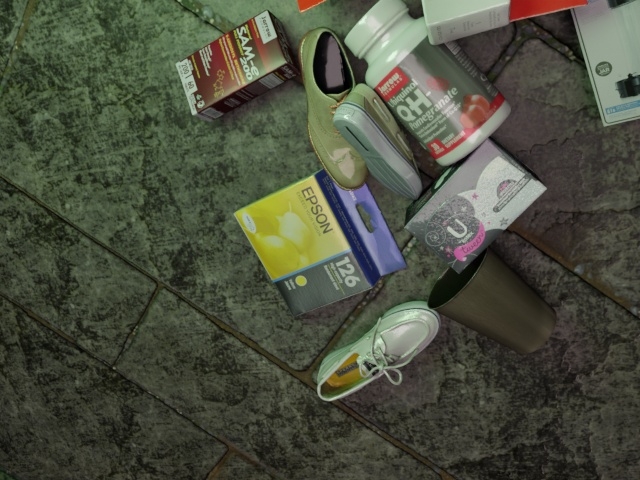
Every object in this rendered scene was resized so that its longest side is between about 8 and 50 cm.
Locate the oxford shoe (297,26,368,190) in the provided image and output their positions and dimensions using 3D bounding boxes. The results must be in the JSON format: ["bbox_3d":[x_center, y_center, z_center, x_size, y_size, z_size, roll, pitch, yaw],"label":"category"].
[{"bbox_3d":[0.029,-0.262,1.106,0.123,0.130,0.348,-19,106,-2],"label":"oxford shoe"}]

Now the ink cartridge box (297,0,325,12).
[{"bbox_3d":[0.047,-0.580,0.971,0.275,0.060,0.238,-19,68,19],"label":"ink cartridge box"}]

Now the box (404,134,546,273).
[{"bbox_3d":[0.316,-0.082,1.118,0.163,0.142,0.247,39,113,-4],"label":"box"}]

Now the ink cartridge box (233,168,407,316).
[{"bbox_3d":[0.000,0.000,1.260,0.307,0.072,0.303,-23,103,22],"label":"ink cartridge box"}]

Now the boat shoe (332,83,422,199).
[{"bbox_3d":[0.140,-0.192,1.091,0.109,0.302,0.094,21,75,43],"label":"boat shoe"}]

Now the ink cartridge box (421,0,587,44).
[{"bbox_3d":[0.295,-0.511,0.924,0.261,0.066,0.296,-10,73,16],"label":"ink cartridge box"}]

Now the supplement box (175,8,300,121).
[{"bbox_3d":[-0.178,-0.366,1.137,0.240,0.073,0.130,-23,81,18],"label":"supplement box"}]

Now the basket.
[{"bbox_3d":[0.390,0.139,1.183,0.227,0.154,0.204,33,129,-6],"label":"basket"}]

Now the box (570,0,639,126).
[{"bbox_3d":[0.562,-0.368,0.948,0.169,0.087,0.289,-5,113,50],"label":"box"}]

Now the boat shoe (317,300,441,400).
[{"bbox_3d":[0.130,0.285,1.287,0.367,0.156,0.135,-34,100,22],"label":"boat shoe"}]

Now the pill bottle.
[{"bbox_3d":[0.201,-0.315,1.038,0.318,0.176,0.176,46,112,-6],"label":"pill bottle"}]
